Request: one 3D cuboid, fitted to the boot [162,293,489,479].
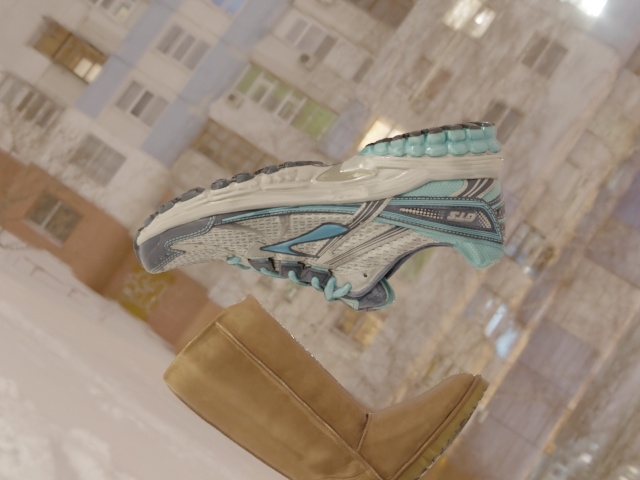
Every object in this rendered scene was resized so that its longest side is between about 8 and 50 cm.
[{"bbox_3d":[0.010,0.150,1.068,0.269,0.236,0.089,41,-21,12],"label":"boot"}]

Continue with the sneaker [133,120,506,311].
[{"bbox_3d":[0.000,0.000,0.741,0.110,0.283,0.122,-19,96,-78],"label":"sneaker"}]
